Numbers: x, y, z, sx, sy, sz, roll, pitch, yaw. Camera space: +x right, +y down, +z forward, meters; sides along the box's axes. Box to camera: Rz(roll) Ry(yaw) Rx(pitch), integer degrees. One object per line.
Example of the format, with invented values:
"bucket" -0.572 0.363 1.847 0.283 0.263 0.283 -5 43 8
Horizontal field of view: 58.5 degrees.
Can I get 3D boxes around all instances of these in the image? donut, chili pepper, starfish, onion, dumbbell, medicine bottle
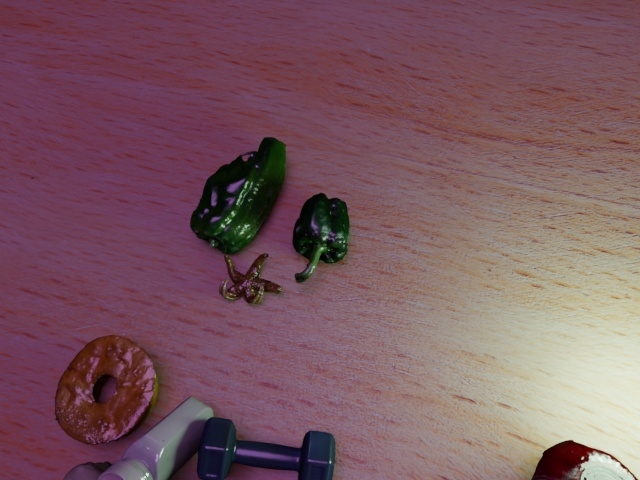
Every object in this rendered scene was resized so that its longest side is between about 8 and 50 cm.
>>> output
"donut" -0.552 0.396 1.504 0.278 0.108 0.277 -2 67 4
"chili pepper" 0.000 0.000 1.613 0.165 0.174 0.260 14 64 -17
"starfish" -0.192 0.107 1.623 0.190 0.074 0.146 9 68 9
"chili pepper" -0.241 -0.149 1.692 0.213 0.167 0.384 21 68 11
"onion" 0.610 0.563 1.293 0.207 0.216 0.206 -18 49 -15
"dumbbell" -0.128 0.514 1.365 0.325 0.160 0.144 8 67 -3
"medicine bottle" -0.376 0.501 1.340 0.111 0.296 0.161 25 115 14

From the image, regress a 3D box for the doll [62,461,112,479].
"doll" -0.579 0.674 1.329 0.370 0.215 0.226 -36 84 -13
